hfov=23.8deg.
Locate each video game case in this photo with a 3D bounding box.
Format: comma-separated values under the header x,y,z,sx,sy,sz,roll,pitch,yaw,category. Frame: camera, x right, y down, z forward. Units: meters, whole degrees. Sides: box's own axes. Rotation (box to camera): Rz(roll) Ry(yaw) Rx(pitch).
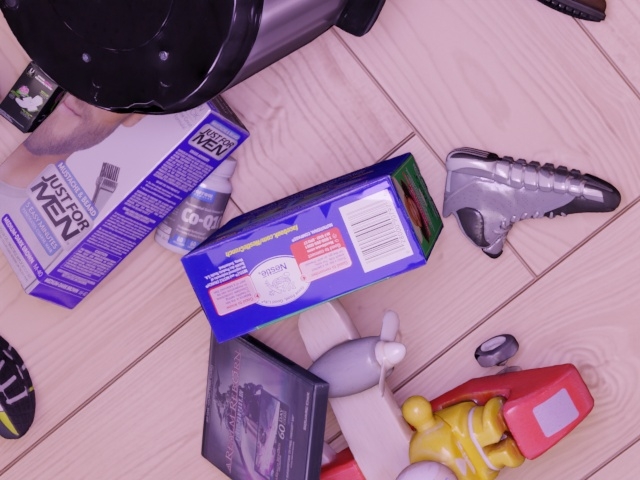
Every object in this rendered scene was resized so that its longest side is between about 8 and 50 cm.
x,y,z,sx,sy,sz,roll,pitch,yaw,category
-0.076,0.233,1.944,0.026,0.274,0.196,-3,105,-32,video game case

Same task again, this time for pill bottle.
x,y,z,sx,sy,sz,roll,pitch,yaw,category
-0.162,-0.052,1.996,0.078,0.078,0.137,21,101,4,pill bottle

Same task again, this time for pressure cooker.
x,y,z,sx,sy,sz,roll,pitch,yaw,category
-0.141,-0.371,1.786,0.375,0.420,0.370,-10,106,34,pressure cooker

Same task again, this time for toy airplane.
x,y,z,sx,sy,sz,roll,pitch,yaw,category
0.111,0.287,1.908,0.386,0.272,0.384,19,107,0,toy airplane

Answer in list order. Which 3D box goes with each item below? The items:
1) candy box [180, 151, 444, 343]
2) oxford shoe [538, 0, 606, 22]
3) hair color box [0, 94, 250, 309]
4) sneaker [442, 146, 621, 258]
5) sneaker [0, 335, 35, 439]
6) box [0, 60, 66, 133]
x,y,z,sx,sy,sz,roll,pitch,yaw,category
0.000,0.000,1.861,0.268,0.317,0.122,-21,96,11,candy box
0.273,-0.355,1.896,0.227,0.083,0.096,35,97,0,oxford shoe
-0.275,-0.095,1.954,0.339,0.110,0.185,-43,60,9,hair color box
0.264,-0.034,1.949,0.228,0.086,0.132,14,105,15,sneaker
-0.510,0.161,2.070,0.300,0.111,0.121,47,111,5,sneaker
-0.379,-0.191,2.012,0.052,0.062,0.083,39,102,2,box
